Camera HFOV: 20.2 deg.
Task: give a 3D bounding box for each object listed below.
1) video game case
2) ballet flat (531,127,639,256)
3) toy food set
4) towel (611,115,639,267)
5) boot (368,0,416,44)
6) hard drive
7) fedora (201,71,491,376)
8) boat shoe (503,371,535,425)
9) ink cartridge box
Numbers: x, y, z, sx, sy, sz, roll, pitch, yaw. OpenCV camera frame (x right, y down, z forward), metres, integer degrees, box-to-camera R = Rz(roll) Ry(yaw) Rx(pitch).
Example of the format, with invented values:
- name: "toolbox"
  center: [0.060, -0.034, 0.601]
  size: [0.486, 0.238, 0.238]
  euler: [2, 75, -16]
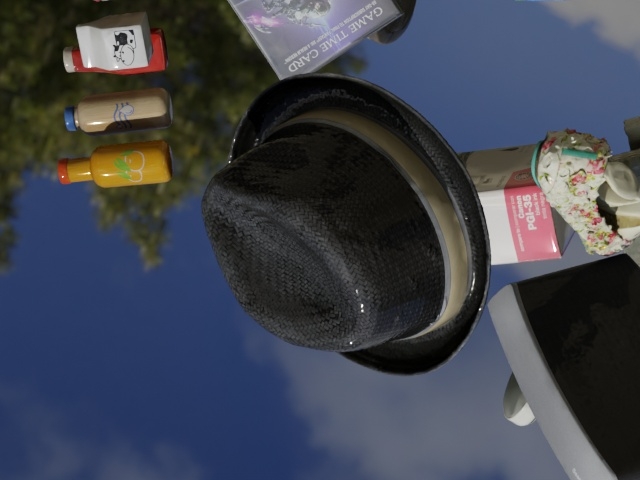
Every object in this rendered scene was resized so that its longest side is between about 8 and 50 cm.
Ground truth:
- name: "video game case"
  center: [-0.042, -0.366, 2.389]
  size: [0.274, 0.196, 0.026]
  euler: [56, -158, -7]
- name: "ballet flat"
  center: [0.271, -0.037, 1.687]
  size: [0.077, 0.091, 0.241]
  euler: [3, 168, 28]
- name: "toy food set"
  center: [-0.201, -0.169, 1.648]
  size: [0.105, 0.232, 0.111]
  euler: [-6, -154, 6]
- name: "towel"
  center: [0.456, -0.058, 1.882]
  size: [0.312, 0.324, 0.056]
  euler: [56, -162, -52]
- name: "boot"
  center: [0.015, -0.488, 2.542]
  size: [0.284, 0.377, 0.138]
  euler: [18, -156, 32]
- name: "hard drive"
  center: [0.279, 0.126, 1.693]
  size: [0.172, 0.054, 0.254]
  euler: [-14, -126, -14]
- name: "fedora"
  center: [0.000, 0.000, 1.756]
  size: [0.334, 0.334, 0.152]
  euler: [36, -144, 24]
- name: "boat shoe"
  center: [0.260, 0.128, 1.945]
  size: [0.070, 0.078, 0.219]
  euler: [36, -136, -7]
- name: "ink cartridge box"
  center: [0.221, -0.047, 2.578]
  size: [0.283, 0.117, 0.207]
  euler: [-6, -160, 21]
